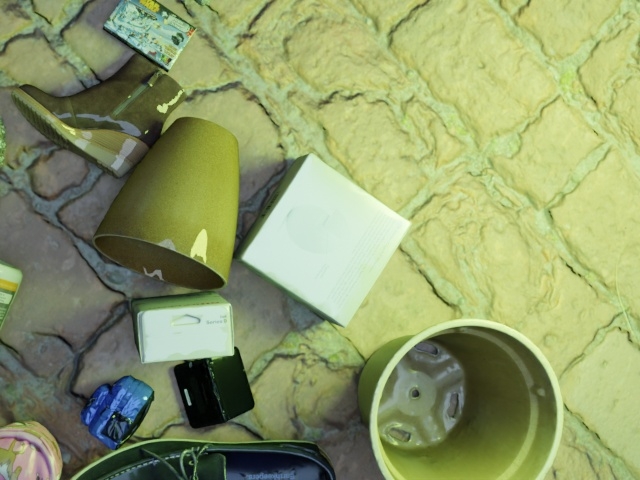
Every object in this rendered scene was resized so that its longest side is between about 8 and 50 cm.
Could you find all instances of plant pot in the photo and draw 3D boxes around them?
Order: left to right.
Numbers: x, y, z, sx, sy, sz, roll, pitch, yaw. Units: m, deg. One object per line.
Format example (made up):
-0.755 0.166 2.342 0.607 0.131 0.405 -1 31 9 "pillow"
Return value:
-0.236 -0.073 1.839 0.237 0.237 0.254 21 71 -12 "plant pot"
0.206 0.290 1.886 0.334 0.305 0.333 0 91 -13 "plant pot"

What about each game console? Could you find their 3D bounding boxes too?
-0.192 0.266 1.946 0.107 0.071 0.122 -15 94 18 "game console"

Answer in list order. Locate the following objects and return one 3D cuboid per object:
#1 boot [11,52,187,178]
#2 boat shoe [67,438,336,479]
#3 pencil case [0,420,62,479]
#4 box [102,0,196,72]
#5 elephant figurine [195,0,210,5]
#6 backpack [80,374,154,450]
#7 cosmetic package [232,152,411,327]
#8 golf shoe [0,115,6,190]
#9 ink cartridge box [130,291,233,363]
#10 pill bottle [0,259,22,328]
-0.384 -0.247 1.872 0.248 0.090 0.207 34 70 -7 "boot"
-0.204 0.434 1.856 0.500 0.156 0.186 -3 84 -16 "boat shoe"
-0.488 0.371 1.695 0.167 0.386 0.160 -20 87 -14 "pencil case"
-0.301 -0.374 1.895 0.137 0.027 0.094 34 77 -11 "box"
-0.279 -0.529 1.846 0.169 0.186 0.239 -9 124 21 "elephant figurine"
-0.350 0.290 1.867 0.101 0.098 0.120 37 84 -7 "backpack"
0.000 0.000 1.919 0.225 0.138 0.224 35 84 -10 "cosmetic package"
-0.583 -0.130 1.824 0.086 0.069 0.176 9 88 -7 "golf shoe"
-0.238 0.145 1.829 0.154 0.212 0.093 -5 92 -13 "ink cartridge box"
-0.617 0.148 1.770 0.162 0.162 0.278 24 85 -12 "pill bottle"
